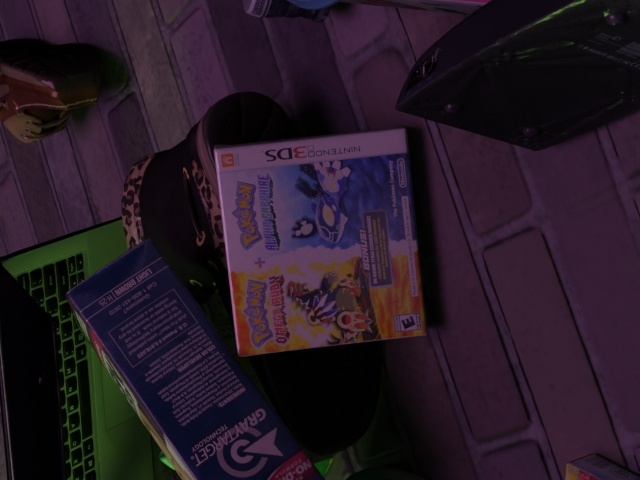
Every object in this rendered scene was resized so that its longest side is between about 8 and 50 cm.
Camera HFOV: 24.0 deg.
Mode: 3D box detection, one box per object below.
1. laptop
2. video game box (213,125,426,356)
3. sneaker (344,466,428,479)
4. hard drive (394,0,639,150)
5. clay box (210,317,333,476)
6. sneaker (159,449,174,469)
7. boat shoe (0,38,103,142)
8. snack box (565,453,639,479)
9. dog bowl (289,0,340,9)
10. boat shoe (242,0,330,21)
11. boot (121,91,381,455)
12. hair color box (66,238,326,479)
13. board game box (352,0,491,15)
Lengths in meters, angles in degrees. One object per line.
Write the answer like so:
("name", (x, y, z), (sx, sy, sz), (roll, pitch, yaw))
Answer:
("laptop", (-0.247, 0.205, 1.744), (0.236, 0.408, 0.382), (7, 107, 31))
("video game box", (0.000, 0.000, 1.447), (0.048, 0.187, 0.205), (-102, 5, -84))
("sneaker", (0.092, 0.322, 1.468), (0.302, 0.121, 0.108), (33, 126, 46))
("hard drive", (0.192, -0.144, 1.160), (0.254, 0.172, 0.054), (-26, 57, 53))
("clay box", (-0.098, 0.190, 1.686), (0.222, 0.127, 0.053), (53, 139, 32))
("sneaker", (-0.147, 0.266, 1.806), (0.080, 0.094, 0.212), (-20, 84, 53))
("boat shoe", (-0.366, -0.193, 1.966), (0.324, 0.122, 0.120), (21, 122, 59))
("snack box", (0.268, 0.255, 1.278), (0.141, 0.037, 0.100), (23, 120, 49))
("dog bowl", (0.014, -0.308, 1.234), (0.297, 0.074, 0.166), (-32, 65, 46))
("boat shoe", (-0.039, -0.278, 1.528), (0.183, 0.083, 0.065), (-100, 24, -48))
("boot", (-0.086, 0.045, 1.622), (0.284, 0.138, 0.377), (-13, 100, 61))
("hair color box", (-0.109, 0.183, 1.492), (0.347, 0.105, 0.174), (52, 168, 15))
("board game box", (0.089, -0.309, 1.276), (0.303, 0.097, 0.224), (16, 100, 51))
